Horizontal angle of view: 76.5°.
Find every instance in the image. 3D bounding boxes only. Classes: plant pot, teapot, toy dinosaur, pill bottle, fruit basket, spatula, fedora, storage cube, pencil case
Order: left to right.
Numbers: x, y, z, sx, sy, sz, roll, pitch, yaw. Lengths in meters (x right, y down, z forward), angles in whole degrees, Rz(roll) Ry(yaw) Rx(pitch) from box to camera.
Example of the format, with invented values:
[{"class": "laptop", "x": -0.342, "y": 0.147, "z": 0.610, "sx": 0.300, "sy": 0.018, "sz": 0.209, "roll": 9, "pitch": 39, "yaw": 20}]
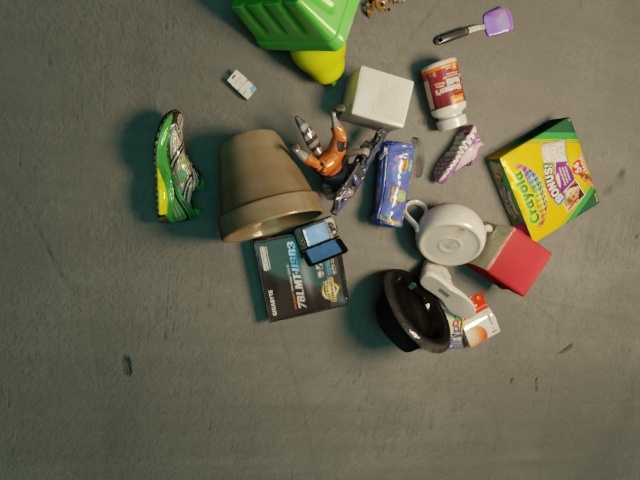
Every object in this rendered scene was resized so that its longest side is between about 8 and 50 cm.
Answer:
[{"class": "plant pot", "x": -0.182, "y": -0.171, "z": 1.242, "sx": 0.322, "sy": 0.323, "sz": 0.281, "roll": -17, "pitch": 87, "yaw": -9}, {"class": "fruit basket", "x": -0.025, "y": -0.650, "z": 1.193, "sx": 0.391, "sy": 0.392, "sz": 0.283, "roll": 18, "pitch": 96, "yaw": -15}, {"class": "toy dinosaur", "x": 0.175, "y": -0.802, "z": 1.331, "sx": 0.211, "sy": 0.064, "sz": 0.113, "roll": 11, "pitch": 79, "yaw": -23}, {"class": "pencil case", "x": 0.245, "y": -0.197, "z": 1.403, "sx": 0.133, "sy": 0.119, "sz": 0.307, "roll": 0, "pitch": 100, "yaw": -42}, {"class": "fedora", "x": 0.303, "y": 0.268, "z": 1.437, "sx": 0.333, "sy": 0.334, "sz": 0.152, "roll": 33, "pitch": 125, "yaw": -15}, {"class": "pill bottle", "x": 0.430, "y": -0.498, "z": 1.396, "sx": 0.121, "sy": 0.121, "sz": 0.221, "roll": -20, "pitch": 103, "yaw": -8}, {"class": "teapot", "x": 0.456, "y": -0.048, "z": 1.447, "sx": 0.252, "sy": 0.187, "sz": 0.256, "roll": -16, "pitch": 130, "yaw": 30}, {"class": "spatula", "x": 0.535, "y": -0.742, "z": 1.425, "sx": 0.296, "sy": 0.030, "sz": 0.084, "roll": -20, "pitch": 102, "yaw": -8}, {"class": "storage cube", "x": 0.684, "y": 0.061, "z": 1.512, "sx": 0.193, "sy": 0.183, "sz": 0.215, "roll": 31, "pitch": 92, "yaw": -14}]

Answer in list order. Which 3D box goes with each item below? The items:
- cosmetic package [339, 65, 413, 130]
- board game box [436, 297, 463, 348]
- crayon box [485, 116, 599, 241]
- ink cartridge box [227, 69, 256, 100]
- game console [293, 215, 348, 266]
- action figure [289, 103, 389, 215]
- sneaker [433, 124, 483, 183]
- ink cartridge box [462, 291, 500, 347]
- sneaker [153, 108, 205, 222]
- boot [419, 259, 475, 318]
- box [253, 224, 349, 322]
[{"class": "cosmetic package", "x": 0.178, "y": -0.456, "z": 1.331, "sx": 0.183, "sy": 0.151, "sz": 0.152, "roll": 11, "pitch": 96, "yaw": -15}, {"class": "board game box", "x": 0.474, "y": 0.321, "z": 1.569, "sx": 0.146, "sy": 0.045, "sz": 0.194, "roll": 1, "pitch": 99, "yaw": -4}, {"class": "crayon box", "x": 0.843, "y": -0.225, "z": 1.539, "sx": 0.312, "sy": 0.106, "sz": 0.363, "roll": -31, "pitch": 104, "yaw": -6}, {"class": "ink cartridge box", "x": -0.251, "y": -0.495, "z": 1.294, "sx": 0.083, "sy": 0.028, "sz": 0.048, "roll": 41, "pitch": 89, "yaw": -16}, {"class": "game console", "x": 0.000, "y": 0.000, "z": 1.333, "sx": 0.143, "sy": 0.085, "sz": 0.124, "roll": -21, "pitch": 101, "yaw": -10}, {"class": "action figure", "x": 0.061, "y": -0.276, "z": 1.294, "sx": 0.341, "sy": 0.178, "sz": 0.330, "roll": -54, "pitch": 144, "yaw": -17}, {"class": "sneaker", "x": 0.507, "y": -0.295, "z": 1.465, "sx": 0.104, "sy": 0.095, "sz": 0.237, "roll": 35, "pitch": 89, "yaw": -23}, {"class": "ink cartridge box", "x": 0.622, "y": 0.314, "z": 1.613, "sx": 0.145, "sy": 0.045, "sz": 0.180, "roll": -26, "pitch": 106, "yaw": -8}, {"class": "sneaker", "x": -0.438, "y": -0.227, "z": 1.260, "sx": 0.146, "sy": 0.134, "sz": 0.344, "roll": -3, "pitch": 109, "yaw": -19}, {"class": "boot", "x": 0.478, "y": 0.171, "z": 1.506, "sx": 0.258, "sy": 0.123, "sz": 0.095, "roll": 41, "pitch": 129, "yaw": -11}, {"class": "box", "x": -0.065, "y": 0.111, "z": 1.415, "sx": 0.292, "sy": 0.073, "sz": 0.296, "roll": -11, "pitch": 101, "yaw": -11}]
